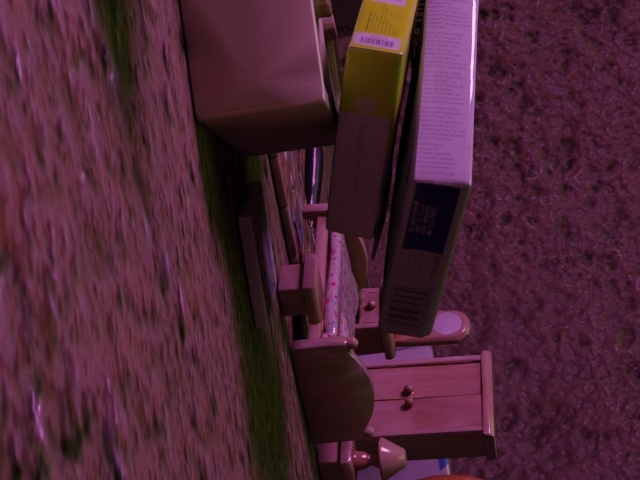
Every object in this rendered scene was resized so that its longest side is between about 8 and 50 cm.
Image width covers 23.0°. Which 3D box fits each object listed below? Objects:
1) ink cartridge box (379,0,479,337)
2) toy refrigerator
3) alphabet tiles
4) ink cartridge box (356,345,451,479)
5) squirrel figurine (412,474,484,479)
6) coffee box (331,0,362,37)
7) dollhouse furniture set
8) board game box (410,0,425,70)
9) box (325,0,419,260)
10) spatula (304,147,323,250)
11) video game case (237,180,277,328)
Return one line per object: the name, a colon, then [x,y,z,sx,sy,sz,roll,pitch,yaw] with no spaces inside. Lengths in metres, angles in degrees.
ink cartridge box: [0.082,-0.076,1.170,0.223,0.045,0.224,97,1,-59]
toy refrigerator: [-0.031,-0.126,1.129,0.269,0.094,0.102,29,54,-85]
alphabet tiles: [-0.038,-0.108,1.627,0.285,0.011,0.342,-93,174,-57]
ink cartridge box: [0.098,0.252,2.015,0.307,0.129,0.223,-65,147,-83]
squirrel figurine: [0.068,0.339,0.872,0.370,0.281,0.397,-109,-160,-46]
coffee box: [-0.017,-0.296,1.360,0.098,0.141,0.246,76,6,-58]
dollhouse furniture set: [0.078,0.059,1.582,0.303,0.173,0.355,-87,170,-45]
board game box: [0.067,-0.270,1.226,0.260,0.030,0.136,81,1,-48]
box: [0.037,-0.088,1.125,0.109,0.042,0.178,-75,174,-51]
spatula: [0.000,0.000,1.818,0.084,0.030,0.296,68,15,-64]
video game case: [-0.048,0.009,1.216,0.122,0.011,0.087,-85,166,-75]
